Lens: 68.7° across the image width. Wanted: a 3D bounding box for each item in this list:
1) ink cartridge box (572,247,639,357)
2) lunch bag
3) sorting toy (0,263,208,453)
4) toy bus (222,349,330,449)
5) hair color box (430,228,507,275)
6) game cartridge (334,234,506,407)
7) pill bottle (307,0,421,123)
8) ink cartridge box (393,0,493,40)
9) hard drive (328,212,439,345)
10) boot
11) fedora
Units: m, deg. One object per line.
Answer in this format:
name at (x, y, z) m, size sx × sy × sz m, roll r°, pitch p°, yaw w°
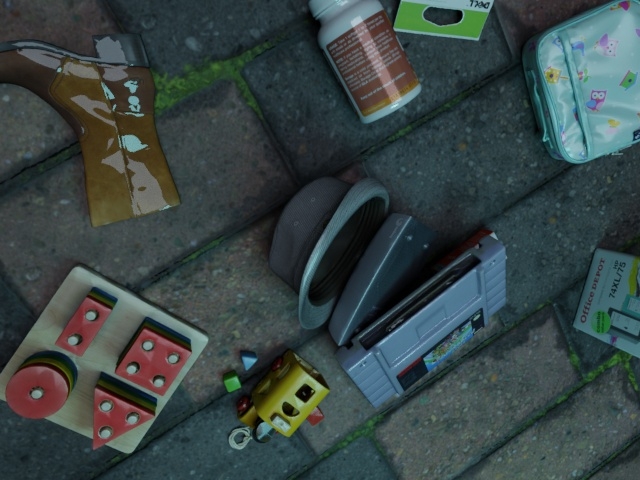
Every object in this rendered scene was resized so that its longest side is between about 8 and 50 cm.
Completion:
ink cartridge box at (0.725, 0.149, 0.975) m, size 0.197 × 0.270 × 0.198 m, roll 11°, pitch 97°, yaw -16°
lunch bag at (0.524, -0.294, 0.906) m, size 0.224 × 0.108 × 0.279 m, roll -23°, pitch 104°, yaw 5°
sorting toy at (-0.364, 0.217, 0.781) m, size 0.257 × 0.089 × 0.255 m, roll 34°, pitch 90°, yaw -19°
toy bus at (-0.077, 0.310, 0.870) m, size 0.191 × 0.104 × 0.202 m, roll -5°, pitch 101°, yaw -14°
hair color box at (0.304, 0.046, 0.959) m, size 0.141 × 0.043 × 0.072 m, roll -35°, pitch 108°, yaw -8°
game cartridge at (0.209, 0.168, 0.892) m, size 0.355 × 0.068 × 0.230 m, roll -37°, pitch 136°, yaw -6°
pill bottle at (0.071, -0.319, 0.786) m, size 0.121 × 0.121 × 0.216 m, roll -34°, pitch 107°, yaw -7°
ink cartridge box at (0.229, -0.504, 0.819) m, size 0.188 × 0.097 × 0.255 m, roll -1°, pitch 134°, yaw -16°
hard drive at (0.116, 0.075, 0.864) m, size 0.172 × 0.054 × 0.255 m, roll 19°, pitch 101°, yaw -56°
boot at (-0.377, -0.160, 0.729) m, size 0.264 × 0.096 × 0.280 m, roll -13°, pitch 111°, yaw -21°
fedora at (0.000, 0.000, 0.797) m, size 0.124 × 0.243 × 0.275 m, roll 30°, pitch 92°, yaw 22°
